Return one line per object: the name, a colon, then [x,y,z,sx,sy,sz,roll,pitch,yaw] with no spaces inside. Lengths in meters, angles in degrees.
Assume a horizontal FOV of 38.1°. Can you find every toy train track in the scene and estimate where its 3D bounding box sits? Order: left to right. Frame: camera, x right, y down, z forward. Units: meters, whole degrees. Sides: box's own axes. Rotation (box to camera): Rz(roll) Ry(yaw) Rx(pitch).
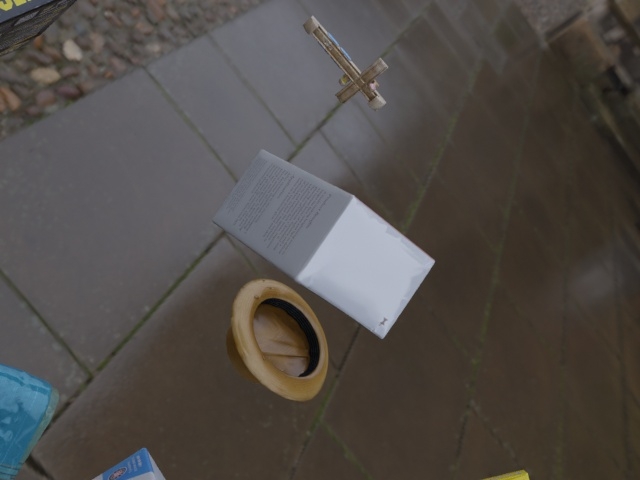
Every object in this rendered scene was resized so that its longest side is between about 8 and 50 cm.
toy train track: [0.017,-0.128,0.680,0.083,0.048,0.014,49,34,-8]

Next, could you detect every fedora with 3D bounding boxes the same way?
fedora: [-0.072,0.149,1.312,0.194,0.079,0.194,32,44,-37]

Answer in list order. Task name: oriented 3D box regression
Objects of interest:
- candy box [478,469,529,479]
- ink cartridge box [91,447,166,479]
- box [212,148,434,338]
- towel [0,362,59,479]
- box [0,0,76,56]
candy box: [0.234,0.405,1.176,0.027,0.105,0.206,80,-3,-87]
ink cartridge box: [-0.325,0.435,1.219,0.129,0.307,0.223,62,-11,-12]
box: [0.000,0.000,0.889,0.130,0.091,0.170,36,-3,-38]
towel: [-0.473,0.198,0.890,0.370,0.272,0.040,29,3,-36]
box: [-0.457,-0.246,1.112,0.322,0.257,0.079,-36,105,-33]
